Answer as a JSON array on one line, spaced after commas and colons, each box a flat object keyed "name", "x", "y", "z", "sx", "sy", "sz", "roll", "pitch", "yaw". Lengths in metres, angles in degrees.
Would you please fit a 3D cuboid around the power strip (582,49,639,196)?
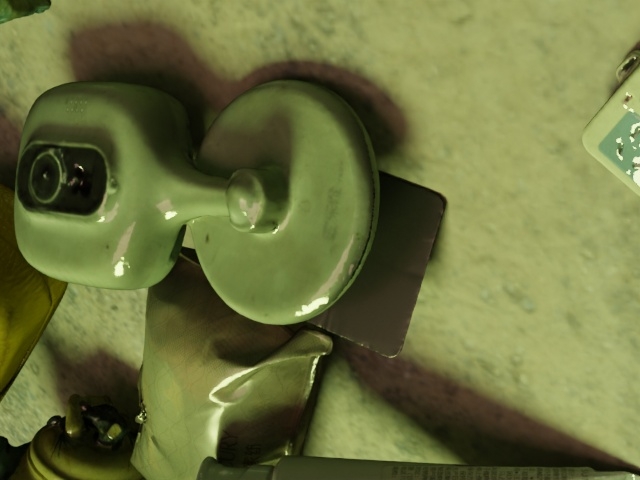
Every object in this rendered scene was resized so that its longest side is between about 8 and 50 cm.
[{"name": "power strip", "x": 0.218, "y": -0.022, "z": 0.550, "sx": 0.192, "sy": 0.035, "sz": 0.081, "roll": 44, "pitch": 138, "yaw": 9}]

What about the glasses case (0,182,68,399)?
[{"name": "glasses case", "x": -0.348, "y": 0.070, "z": 1.026, "sx": 0.173, "sy": 0.141, "sz": 0.371, "roll": 36, "pitch": 138, "yaw": -5}]

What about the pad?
[{"name": "pad", "x": 0.000, "y": 0.000, "z": 0.739, "sx": 0.157, "sy": 0.003, "sz": 0.112, "roll": 22, "pitch": 103, "yaw": 28}]

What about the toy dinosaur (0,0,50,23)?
[{"name": "toy dinosaur", "x": -0.221, "y": -0.197, "z": 0.730, "sx": 0.076, "sy": 0.147, "sz": 0.363, "roll": 46, "pitch": 131, "yaw": 2}]

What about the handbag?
[{"name": "handbag", "x": -0.082, "y": 0.125, "z": 0.859, "sx": 0.182, "sy": 0.117, "sz": 0.270, "roll": 36, "pitch": 134, "yaw": 28}]

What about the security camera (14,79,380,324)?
[{"name": "security camera", "x": -0.095, "y": -0.032, "z": 0.745, "sx": 0.302, "sy": 0.080, "sz": 0.157, "roll": 7, "pitch": 91, "yaw": 38}]

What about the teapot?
[{"name": "teapot", "x": -0.203, "y": 0.231, "z": 1.013, "sx": 0.269, "sy": 0.173, "sz": 0.182, "roll": 17, "pitch": 109, "yaw": -4}]

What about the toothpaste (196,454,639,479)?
[{"name": "toothpaste", "x": 0.065, "y": 0.189, "z": 0.760, "sx": 0.299, "sy": 0.073, "sz": 0.114, "roll": 2, "pitch": 122, "yaw": 8}]
